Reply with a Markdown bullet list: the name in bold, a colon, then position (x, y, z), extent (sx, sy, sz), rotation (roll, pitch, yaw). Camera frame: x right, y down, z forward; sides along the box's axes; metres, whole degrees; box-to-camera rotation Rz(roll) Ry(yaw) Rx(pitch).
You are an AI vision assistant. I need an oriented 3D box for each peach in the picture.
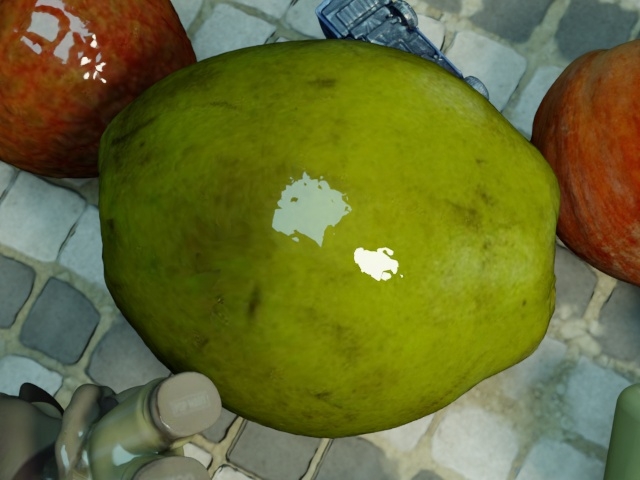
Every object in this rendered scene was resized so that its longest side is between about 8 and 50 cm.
- **peach**: position (0.309, -0.053, 1.346), extent (0.232, 0.232, 0.257), rotation (-6, 86, 6)

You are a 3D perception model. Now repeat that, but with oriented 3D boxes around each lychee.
- **lychee**: position (-0.250, -0.184, 1.451), extent (0.300, 0.255, 0.255), rotation (45, 83, -12)

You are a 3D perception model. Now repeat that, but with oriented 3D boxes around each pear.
- **pear**: position (0.000, 0.000, 1.303), extent (0.413, 0.352, 0.352), rotation (6, 74, 8)

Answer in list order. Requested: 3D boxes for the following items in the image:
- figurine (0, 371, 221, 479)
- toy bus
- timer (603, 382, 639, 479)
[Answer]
- **figurine**: position (-0.233, 0.223, 1.291), extent (0.380, 0.203, 0.248), rotation (-25, 76, 38)
- **toy bus**: position (0.092, -0.149, 1.469), extent (0.079, 0.094, 0.236), rotation (-37, 73, -11)
- **timer**: position (0.337, 0.309, 1.224), extent (0.290, 0.291, 0.315), rotation (19, 96, 13)
